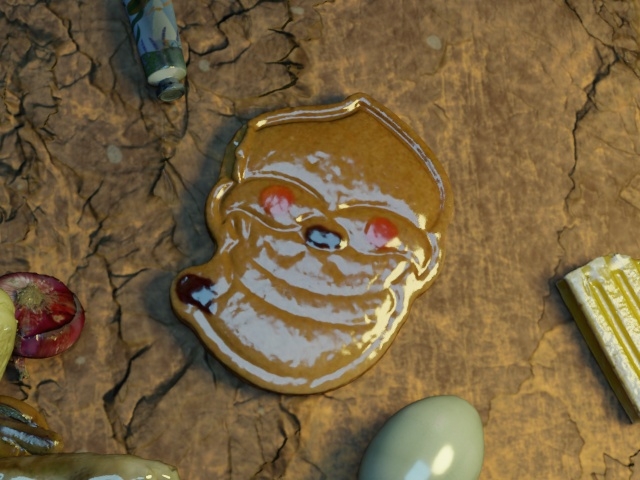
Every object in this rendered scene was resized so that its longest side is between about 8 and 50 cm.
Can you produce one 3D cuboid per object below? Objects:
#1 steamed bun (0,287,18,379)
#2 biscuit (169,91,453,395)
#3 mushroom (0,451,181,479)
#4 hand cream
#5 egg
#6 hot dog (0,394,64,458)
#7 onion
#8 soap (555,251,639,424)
[{"bbox_3d":[-0.527,0.151,1.714,0.232,0.166,0.273,27,95,19],"label":"steamed bun"},{"bbox_3d":[0.000,0.000,1.926,0.349,0.078,0.455,21,74,-4],"label":"biscuit"},{"bbox_3d":[-0.375,0.393,1.726,0.397,0.313,0.224,-17,106,-42],"label":"mushroom"},{"bbox_3d":[-0.251,-0.332,1.994,0.091,0.058,0.271,-12,72,-12],"label":"hand cream"},{"bbox_3d":[0.139,0.297,1.813,0.151,0.151,0.209,39,69,5],"label":"egg"},{"bbox_3d":[-0.413,0.259,1.819,0.140,0.060,0.090,31,79,-1],"label":"hot dog"},{"bbox_3d":[-0.398,0.126,1.842,0.150,0.140,0.150,11,31,-7],"label":"onion"},{"bbox_3d":[0.451,0.127,1.926,0.140,0.073,0.232,-25,79,-13],"label":"soap"}]
